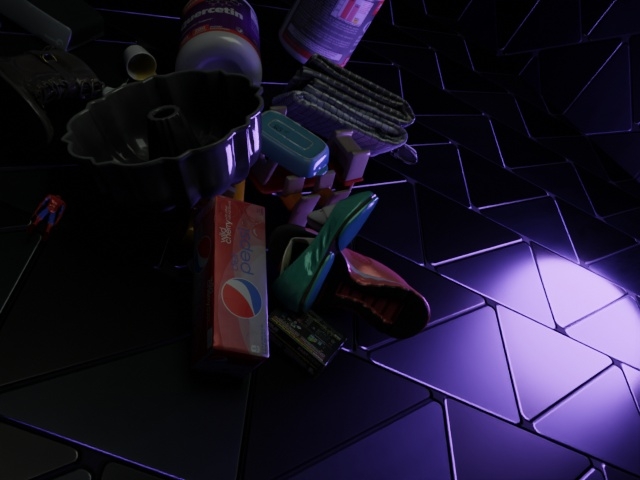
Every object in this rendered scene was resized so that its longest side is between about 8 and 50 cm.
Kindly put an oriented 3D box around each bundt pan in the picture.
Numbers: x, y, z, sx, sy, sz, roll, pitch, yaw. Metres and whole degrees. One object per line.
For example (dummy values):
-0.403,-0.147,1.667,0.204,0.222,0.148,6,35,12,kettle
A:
-0.242,-0.158,1.278,0.331,0.124,0.331,-7,36,5,bundt pan

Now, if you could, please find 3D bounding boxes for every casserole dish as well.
-0.063,-0.192,1.493,0.188,0.037,0.114,33,41,9,casserole dish

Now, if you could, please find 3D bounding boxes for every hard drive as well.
-0.576,-0.486,1.573,0.254,0.054,0.172,34,32,-2,hard drive

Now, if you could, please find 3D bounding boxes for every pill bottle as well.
0.054,-0.650,2.086,0.210,0.363,0.210,24,34,-17,pill bottle
-0.224,-0.432,1.710,0.181,0.181,0.323,20,34,-23,pill bottle

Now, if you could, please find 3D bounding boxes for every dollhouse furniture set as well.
-0.034,-0.141,1.587,0.259,0.135,0.262,-12,53,-36,dollhouse furniture set

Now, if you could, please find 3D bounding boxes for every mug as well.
-0.378,-0.367,1.612,0.062,0.078,0.064,-21,45,-16,mug

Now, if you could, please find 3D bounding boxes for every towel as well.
0.049,-0.298,1.751,0.283,0.121,0.235,24,-4,-14,towel

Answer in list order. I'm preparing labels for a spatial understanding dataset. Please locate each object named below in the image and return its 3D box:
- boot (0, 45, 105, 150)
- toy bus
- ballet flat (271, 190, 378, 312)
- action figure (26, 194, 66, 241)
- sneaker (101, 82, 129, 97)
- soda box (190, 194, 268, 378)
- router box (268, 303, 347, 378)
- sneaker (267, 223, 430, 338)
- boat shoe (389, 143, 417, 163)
-0.468,-0.263,1.343,0.263,0.091,0.229,44,33,19,boot
-0.181,-0.057,1.321,0.202,0.104,0.191,46,34,19,toy bus
0.000,0.000,1.267,0.087,0.083,0.247,29,71,13,ballet flat
-0.407,-0.039,1.160,0.038,0.030,0.115,31,27,-17,action figure
-0.356,-0.282,1.509,0.061,0.054,0.152,46,34,22,sneaker
-0.136,0.065,1.160,0.092,0.083,0.263,15,53,-28,soda box
-0.028,0.153,1.247,0.122,0.038,0.092,39,31,7,router box
0.044,0.070,1.391,0.314,0.116,0.136,30,12,-6,sneaker
0.192,-0.232,1.962,0.125,0.046,0.038,31,26,-21,boat shoe
